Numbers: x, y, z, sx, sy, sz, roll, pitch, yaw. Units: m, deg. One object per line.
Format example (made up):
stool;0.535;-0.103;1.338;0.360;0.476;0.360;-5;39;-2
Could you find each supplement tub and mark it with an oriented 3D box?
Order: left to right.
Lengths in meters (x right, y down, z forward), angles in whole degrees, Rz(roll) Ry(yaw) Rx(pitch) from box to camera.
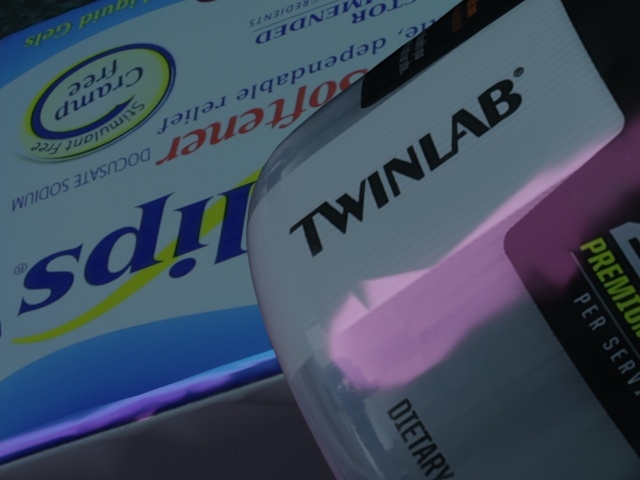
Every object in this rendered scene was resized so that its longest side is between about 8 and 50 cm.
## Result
supplement tub;0.166;-0.031;0.453;0.338;0.207;0.207;-36;36;18

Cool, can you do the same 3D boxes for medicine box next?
medicine box;0.000;0.000;0.759;0.263;0.149;0.289;-20;39;10
